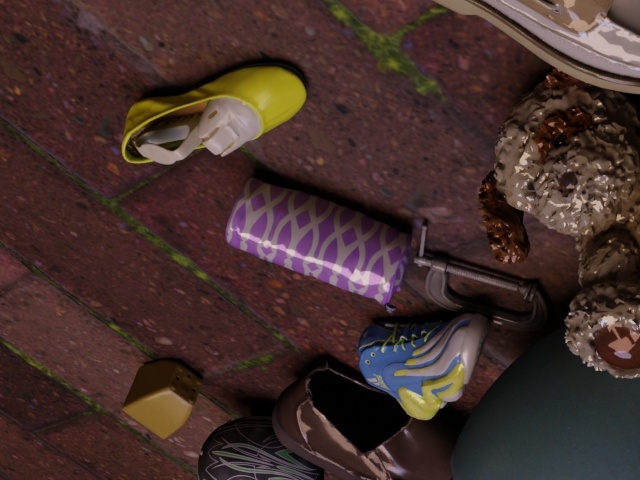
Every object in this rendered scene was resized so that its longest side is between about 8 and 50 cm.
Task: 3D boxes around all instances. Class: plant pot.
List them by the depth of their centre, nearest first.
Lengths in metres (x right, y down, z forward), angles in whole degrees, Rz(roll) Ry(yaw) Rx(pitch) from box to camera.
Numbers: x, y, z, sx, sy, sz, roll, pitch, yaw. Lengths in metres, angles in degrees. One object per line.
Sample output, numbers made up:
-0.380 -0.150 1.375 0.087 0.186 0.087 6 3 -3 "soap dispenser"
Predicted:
0.299 0.188 1.283 0.290 0.290 0.195 19 111 8 "plant pot"
-0.213 0.216 1.774 0.081 0.081 0.083 41 133 -23 "plant pot"

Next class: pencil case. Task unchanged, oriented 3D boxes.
0.000 0.000 1.346 0.206 0.086 0.088 22 174 5 "pencil case"

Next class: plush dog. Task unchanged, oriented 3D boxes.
0.255 -0.052 1.067 0.225 0.210 0.262 33 119 12 "plush dog"

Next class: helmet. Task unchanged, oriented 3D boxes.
-0.081 0.323 1.762 0.169 0.169 0.161 8 159 22 "helmet"

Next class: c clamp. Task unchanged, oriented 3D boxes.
0.173 0.051 1.356 0.160 0.022 0.137 19 147 6 "c clamp"

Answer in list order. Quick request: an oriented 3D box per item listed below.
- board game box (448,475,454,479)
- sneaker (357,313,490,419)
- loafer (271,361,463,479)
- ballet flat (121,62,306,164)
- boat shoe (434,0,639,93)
0.259 0.278 1.504 0.136 0.035 0.201 38 107 -20 "board game box"
0.106 0.134 1.449 0.126 0.091 0.240 25 148 1 "sneaker"
0.111 0.269 1.592 0.365 0.134 0.130 21 146 5 "loafer"
-0.113 -0.115 1.257 0.231 0.077 0.077 -8 134 38 "ballet flat"
0.184 -0.201 0.926 0.302 0.113 0.103 21 152 6 "boat shoe"
